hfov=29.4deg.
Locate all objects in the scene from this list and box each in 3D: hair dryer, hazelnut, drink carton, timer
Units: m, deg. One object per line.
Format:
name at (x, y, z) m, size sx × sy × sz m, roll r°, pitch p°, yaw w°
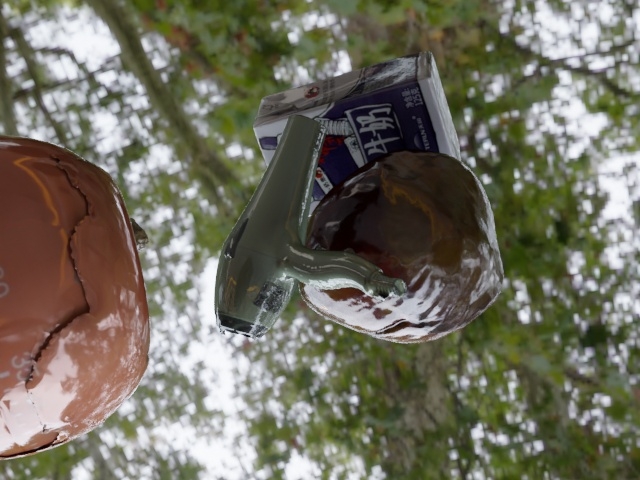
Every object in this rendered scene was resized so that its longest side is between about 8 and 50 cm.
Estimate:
hair dryer at (-0.008, -0.026, 1.157) m, size 0.225 × 0.088 × 0.219 m, roll -18°, pitch -119°, yaw 40°
hazelnut at (0.077, 0.011, 1.331) m, size 0.229 × 0.229 × 0.229 m, roll -11°, pitch -144°, yaw 8°
drink carton at (0.044, -0.125, 1.459) m, size 0.222 × 0.134 × 0.102 m, roll -14°, pitch -153°, yaw 12°
timer at (-0.232, 0.041, 0.873) m, size 0.214 × 0.230 × 0.230 m, roll -13°, pitch -145°, yaw -6°

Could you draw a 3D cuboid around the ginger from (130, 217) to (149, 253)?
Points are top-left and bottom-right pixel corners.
ginger at (-0.321, 0.043, 1.758) m, size 0.104 × 0.080 × 0.204 m, roll -4°, pitch -139°, yaw 29°
